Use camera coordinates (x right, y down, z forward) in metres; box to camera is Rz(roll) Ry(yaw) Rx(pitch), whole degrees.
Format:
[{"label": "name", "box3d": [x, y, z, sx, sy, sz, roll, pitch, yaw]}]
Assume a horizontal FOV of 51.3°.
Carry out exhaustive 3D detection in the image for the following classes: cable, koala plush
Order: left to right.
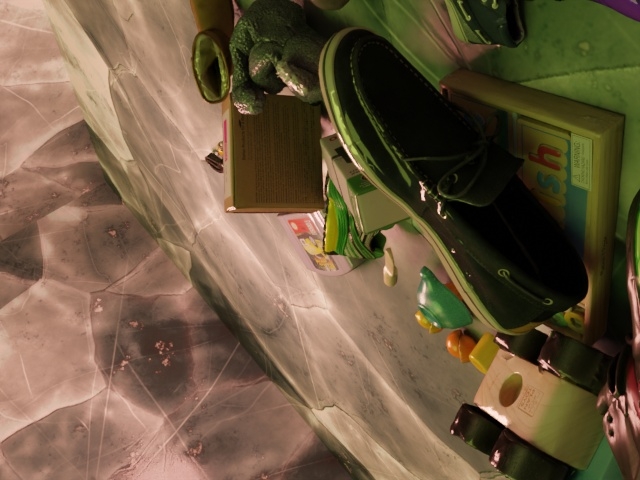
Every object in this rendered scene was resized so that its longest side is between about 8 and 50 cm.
[{"label": "cable", "box3d": [-0.262, -0.225, 1.944, 0.139, 0.072, 0.287, 42, 173, -14]}, {"label": "koala plush", "box3d": [-0.039, -0.314, 1.167, 0.221, 0.196, 0.203, 36, 141, 47]}]

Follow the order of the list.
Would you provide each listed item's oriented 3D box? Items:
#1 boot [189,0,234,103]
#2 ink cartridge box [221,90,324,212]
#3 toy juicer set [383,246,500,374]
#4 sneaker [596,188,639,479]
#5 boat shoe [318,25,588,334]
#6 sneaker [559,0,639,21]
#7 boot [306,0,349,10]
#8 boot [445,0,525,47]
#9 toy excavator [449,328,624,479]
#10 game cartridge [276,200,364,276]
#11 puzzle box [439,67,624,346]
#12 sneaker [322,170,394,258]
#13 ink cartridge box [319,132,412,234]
[{"label": "boot", "box3d": [-0.214, -0.411, 1.317, 0.269, 0.089, 0.236, -96, -8, -68]}, {"label": "ink cartridge box", "box3d": [-0.098, -0.173, 1.350, 0.088, 0.193, 0.234, 167, 102, -68]}, {"label": "toy juicer set", "box3d": [0.240, 0.125, 1.365, 0.329, 0.089, 0.209, 47, 171, -3]}, {"label": "sneaker", "box3d": [0.401, 0.151, 0.776, 0.202, 0.185, 0.482, -173, 79, -71]}, {"label": "boat shoe", "box3d": [0.188, -0.088, 0.901, 0.500, 0.187, 0.156, 53, 145, -8]}, {"label": "sneaker", "box3d": [0.258, -0.305, 0.706, 0.293, 0.102, 0.146, 51, 162, 21]}, {"label": "boot", "box3d": [0.073, -0.412, 0.902, 0.223, 0.118, 0.338, 41, 159, 20]}, {"label": "boot", "box3d": [0.193, -0.317, 0.818, 0.086, 0.069, 0.190, 25, 166, 41]}, {"label": "toy excavator", "box3d": [0.486, 0.323, 0.992, 0.445, 0.222, 0.433, 26, 178, -12]}, {"label": "game cartridge", "box3d": [0.000, 0.000, 1.704, 0.196, 0.060, 0.294, 56, 158, -13]}, {"label": "puzzle box", "box3d": [0.311, -0.043, 1.015, 0.272, 0.052, 0.408, 33, 150, 44]}, {"label": "sneaker", "box3d": [0.088, -0.102, 1.329, 0.146, 0.134, 0.343, 10, 136, 9]}, {"label": "ink cartridge box", "box3d": [0.102, -0.119, 1.112, 0.208, 0.153, 0.086, -118, 9, -53]}]
